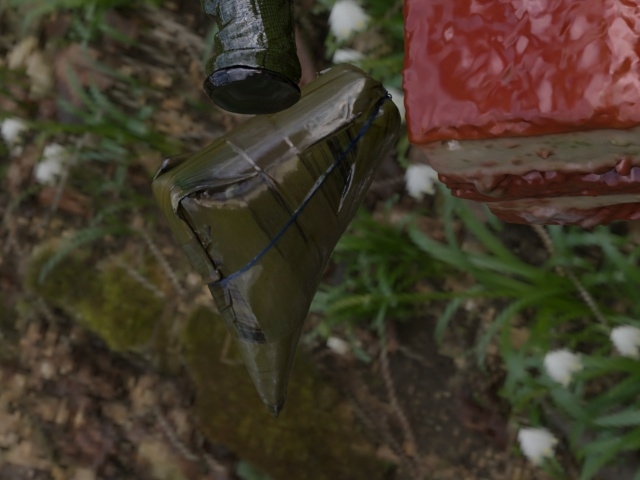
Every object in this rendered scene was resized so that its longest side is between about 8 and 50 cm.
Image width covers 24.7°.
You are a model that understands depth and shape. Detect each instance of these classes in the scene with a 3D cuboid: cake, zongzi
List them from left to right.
[{"bbox_3d":[0.000,0.000,1.455,0.260,0.289,0.123,-32,21,-9],"label":"zongzi"},{"bbox_3d":[0.238,-0.164,1.299,0.269,0.319,0.270,-3,74,33],"label":"cake"}]

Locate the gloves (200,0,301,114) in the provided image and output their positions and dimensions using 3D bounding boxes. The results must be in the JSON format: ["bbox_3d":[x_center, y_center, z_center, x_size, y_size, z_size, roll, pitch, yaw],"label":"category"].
[{"bbox_3d":[-0.059,-0.218,1.067,0.107,0.135,0.268,-20,68,9],"label":"gloves"}]
